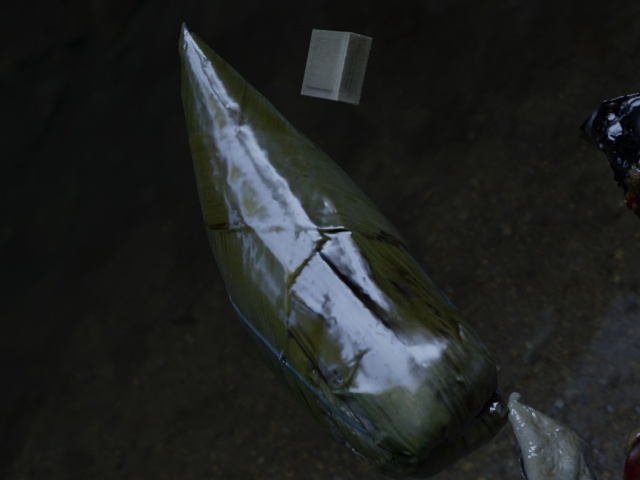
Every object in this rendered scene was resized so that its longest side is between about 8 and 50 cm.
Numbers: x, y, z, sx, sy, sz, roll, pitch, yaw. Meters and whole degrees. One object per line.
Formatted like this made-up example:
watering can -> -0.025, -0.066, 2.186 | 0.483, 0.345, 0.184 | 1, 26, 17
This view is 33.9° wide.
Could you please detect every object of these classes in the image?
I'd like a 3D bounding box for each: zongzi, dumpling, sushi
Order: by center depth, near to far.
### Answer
zongzi -> 0.000, 0.000, 0.870 | 0.160, 0.360, 0.323 | -30, 27, -16
sushi -> 0.365, -0.072, 1.040 | 0.172, 0.153, 0.150 | 117, 150, -68
dumpling -> 0.357, 0.363, 1.500 | 0.086, 0.166, 0.332 | -34, 32, 23

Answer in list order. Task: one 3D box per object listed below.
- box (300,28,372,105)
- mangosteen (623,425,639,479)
box -> 0.016, -0.198, 1.203 | 0.083, 0.035, 0.079 | 23, 104, 55
mangosteen -> 0.501, 0.319, 1.520 | 0.156, 0.146, 0.181 | -34, 46, 20
